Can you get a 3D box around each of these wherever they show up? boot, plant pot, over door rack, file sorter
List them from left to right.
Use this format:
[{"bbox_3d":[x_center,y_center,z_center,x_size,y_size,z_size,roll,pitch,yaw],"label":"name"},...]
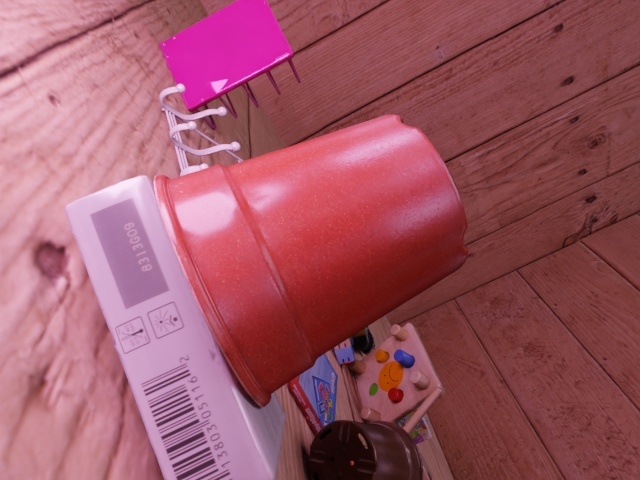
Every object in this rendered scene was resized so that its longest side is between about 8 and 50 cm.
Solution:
[{"bbox_3d":[-0.201,-0.158,0.959,0.239,0.108,0.324,68,9,28],"label":"over door rack"},{"bbox_3d":[-0.223,-0.460,1.171,0.202,0.291,0.182,65,5,12],"label":"file sorter"},{"bbox_3d":[0.000,0.000,0.504,0.272,0.265,0.272,63,-8,16],"label":"plant pot"},{"bbox_3d":[0.143,0.327,1.712,0.178,0.085,0.236,54,18,-59],"label":"boot"},{"bbox_3d":[0.072,0.389,0.765,0.165,0.167,0.166,44,19,-48],"label":"plant pot"}]

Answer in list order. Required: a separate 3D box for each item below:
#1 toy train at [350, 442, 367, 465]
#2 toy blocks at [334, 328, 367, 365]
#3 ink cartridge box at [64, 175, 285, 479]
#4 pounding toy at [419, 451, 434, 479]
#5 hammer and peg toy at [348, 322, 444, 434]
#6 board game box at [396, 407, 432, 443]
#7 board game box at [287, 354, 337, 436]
[{"bbox_3d":[0.087,0.475,0.957,0.125,0.046,0.166,62,8,-12],"label":"toy train"},{"bbox_3d":[0.073,0.215,1.401,0.381,0.191,0.260,-85,159,-75],"label":"toy blocks"},{"bbox_3d":[-0.149,0.125,0.568,0.307,0.091,0.385,64,-9,9],"label":"ink cartridge box"},{"bbox_3d":[0.250,0.621,1.038,0.205,0.181,0.094,65,7,15],"label":"pounding toy"},{"bbox_3d":[0.231,0.431,1.265,0.127,0.266,0.361,37,19,-28],"label":"hammer and peg toy"},{"bbox_3d":[0.263,0.556,1.492,0.142,0.145,0.275,63,8,-5],"label":"board game box"},{"bbox_3d":[-0.009,0.305,0.962,0.145,0.027,0.281,61,8,-6],"label":"board game box"}]
